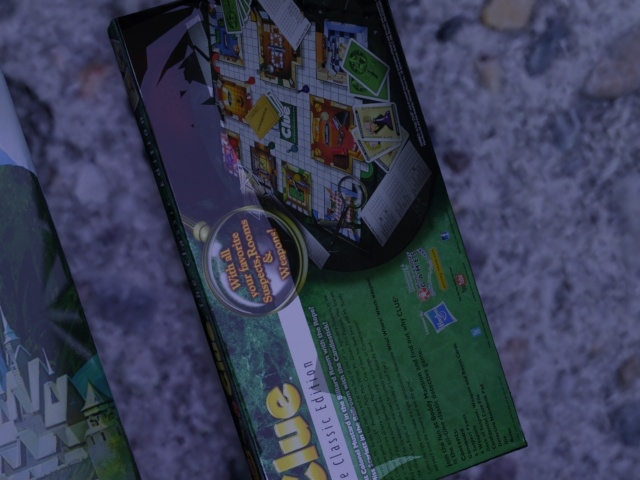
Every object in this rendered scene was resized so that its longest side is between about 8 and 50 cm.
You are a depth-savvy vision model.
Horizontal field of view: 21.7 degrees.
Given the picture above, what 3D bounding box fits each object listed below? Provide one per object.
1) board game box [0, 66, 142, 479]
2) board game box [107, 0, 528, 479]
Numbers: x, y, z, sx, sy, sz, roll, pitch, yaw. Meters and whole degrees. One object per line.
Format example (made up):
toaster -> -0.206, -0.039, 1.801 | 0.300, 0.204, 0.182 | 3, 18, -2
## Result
board game box -> -0.257, 0.076, 0.730 | 0.319, 0.066, 0.318 | -21, 100, -15
board game box -> 0.000, 0.000, 0.810 | 0.136, 0.030, 0.259 | -18, 93, -18
